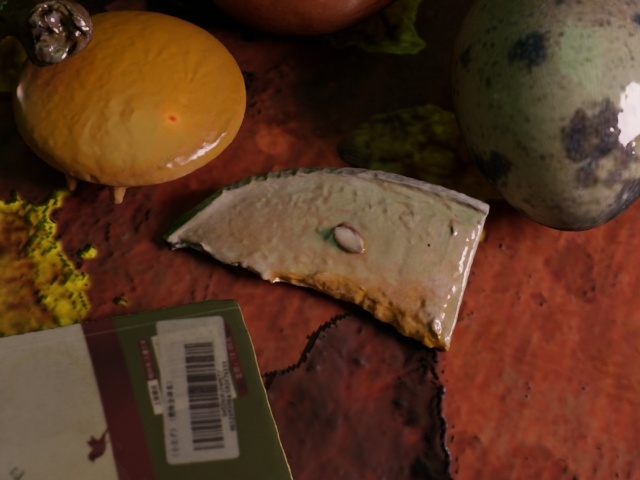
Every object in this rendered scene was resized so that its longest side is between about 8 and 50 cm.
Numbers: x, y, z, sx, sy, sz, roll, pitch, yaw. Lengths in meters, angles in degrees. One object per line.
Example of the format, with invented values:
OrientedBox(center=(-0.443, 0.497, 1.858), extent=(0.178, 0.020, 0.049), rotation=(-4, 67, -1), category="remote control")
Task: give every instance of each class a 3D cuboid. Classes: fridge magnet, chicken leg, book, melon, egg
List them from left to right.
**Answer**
OrientedBox(center=(-0.156, 0.132, 0.460), extent=(0.290, 0.026, 0.201), rotation=(-9, 55, -15), category="book")
OrientedBox(center=(-0.205, -0.151, 0.605), extent=(0.198, 0.069, 0.085), rotation=(25, 52, 38), category="chicken leg")
OrientedBox(center=(-0.118, -0.087, 0.608), extent=(0.143, 0.063, 0.143), rotation=(3, 53, -4), category="fridge magnet")
OrientedBox(center=(0.005, -0.006, 0.586), extent=(0.182, 0.054, 0.098), rotation=(20, 68, 7), category="melon")
OrientedBox(center=(0.153, -0.091, 0.609), extent=(0.141, 0.141, 0.181), rotation=(1, 62, -8), category="egg")

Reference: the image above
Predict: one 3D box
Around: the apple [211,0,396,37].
OrientedBox(center=(-0.010, -0.235, 0.680), extent=(0.201, 0.162, 0.201), rotation=(9, 42, -8), category="apple")
